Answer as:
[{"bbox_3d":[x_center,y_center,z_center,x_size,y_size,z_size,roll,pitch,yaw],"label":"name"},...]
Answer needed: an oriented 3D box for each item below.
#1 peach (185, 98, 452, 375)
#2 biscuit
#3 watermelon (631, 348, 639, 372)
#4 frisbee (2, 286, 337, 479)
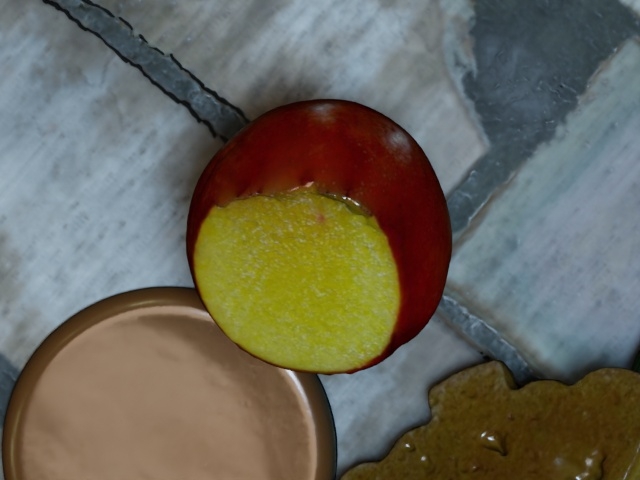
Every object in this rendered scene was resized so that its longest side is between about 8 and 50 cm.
[{"bbox_3d":[0.000,0.000,1.238,0.190,0.192,0.190,0,91,10],"label":"peach"},{"bbox_3d":[0.130,0.228,1.262,0.278,0.043,0.301,-20,59,22],"label":"biscuit"},{"bbox_3d":[0.332,0.133,1.290,0.204,0.127,0.232,-40,99,6],"label":"watermelon"},{"bbox_3d":[-0.112,0.159,1.345,0.251,0.021,0.251,0,98,1],"label":"frisbee"}]
